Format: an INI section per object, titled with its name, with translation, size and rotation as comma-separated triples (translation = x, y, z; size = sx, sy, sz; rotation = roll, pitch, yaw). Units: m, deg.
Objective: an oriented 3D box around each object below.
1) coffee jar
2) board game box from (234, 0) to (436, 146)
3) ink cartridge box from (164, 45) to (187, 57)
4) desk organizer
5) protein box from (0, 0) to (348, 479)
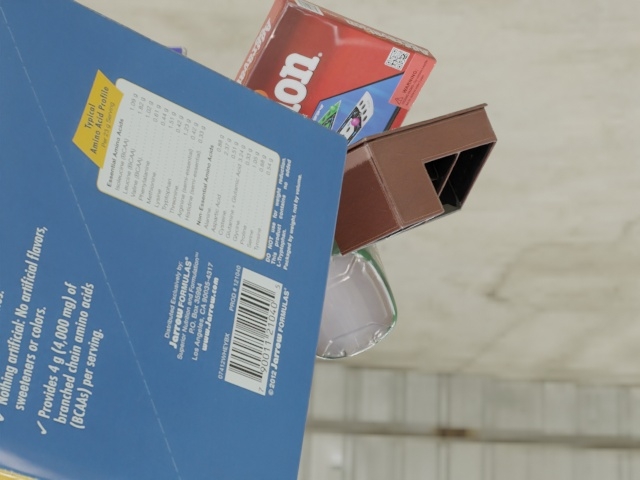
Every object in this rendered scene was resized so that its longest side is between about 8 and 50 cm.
[coffee jar]
translation = 0.000, 0.000, 1.227
size = 0.079, 0.184, 0.096
rotation = -24, 124, 4
[board game box]
translation = -0.032, -0.056, 1.344
size = 0.145, 0.027, 0.281
rotation = 18, 113, -26
[ink cartridge box]
translation = -0.160, 0.060, 1.057
size = 0.175, 0.371, 0.069
rotation = 3, -174, 20
[desk organizer]
translation = 0.051, -0.034, 0.880
size = 0.047, 0.050, 0.130
rotation = -25, 177, 36
[protein box]
translation = -0.117, 0.021, 0.704
size = 0.201, 0.200, 0.136
rotation = 24, 155, -36
